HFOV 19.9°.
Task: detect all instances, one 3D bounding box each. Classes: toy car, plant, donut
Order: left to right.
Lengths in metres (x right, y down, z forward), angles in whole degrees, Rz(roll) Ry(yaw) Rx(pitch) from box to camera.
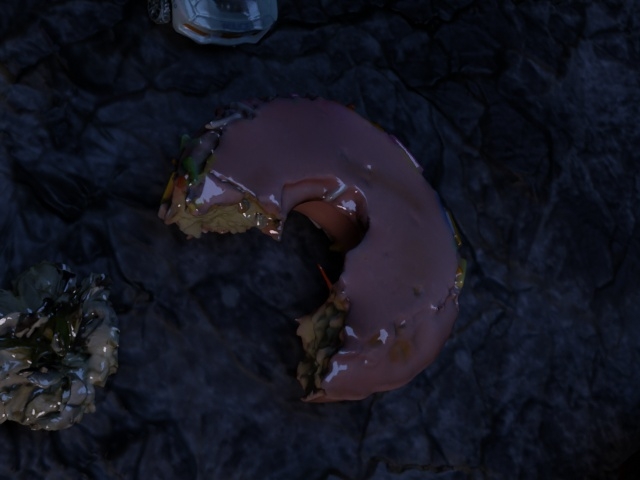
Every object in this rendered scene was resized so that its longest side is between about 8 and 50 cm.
[{"bbox_3d":[-0.172,0.057,1.136,0.104,0.122,0.117,15,66,-14],"label":"plant"},{"bbox_3d":[-0.094,-0.238,1.376,0.095,0.056,0.205,-4,70,-33],"label":"toy car"},{"bbox_3d":[0.000,0.000,1.296,0.199,0.085,0.233,-35,88,-39],"label":"donut"}]

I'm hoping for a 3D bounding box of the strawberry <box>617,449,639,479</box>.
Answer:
[{"bbox_3d":[0.329,0.217,1.340,0.261,0.258,0.261,4,62,-7],"label":"strawberry"}]
